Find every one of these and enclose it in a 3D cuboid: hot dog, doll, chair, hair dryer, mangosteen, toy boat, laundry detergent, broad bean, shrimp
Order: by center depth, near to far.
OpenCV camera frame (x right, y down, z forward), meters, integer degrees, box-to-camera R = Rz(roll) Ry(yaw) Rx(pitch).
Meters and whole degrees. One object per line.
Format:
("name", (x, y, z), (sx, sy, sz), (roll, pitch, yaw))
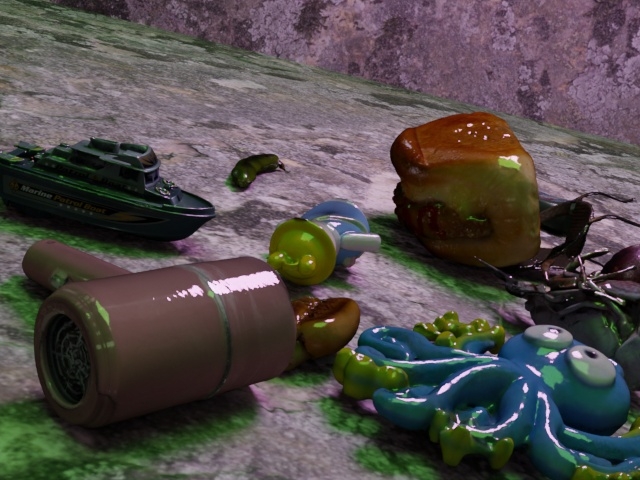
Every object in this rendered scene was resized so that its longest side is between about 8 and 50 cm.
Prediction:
("hair dryer", (-0.218, 0.063, 0.836), (0.352, 0.125, 0.210), (16, 17, 42))
("doll", (0.192, 0.142, 0.871), (0.341, 0.098, 0.346), (1, 19, -38))
("hot dog", (-0.008, 0.099, 0.922), (0.090, 0.060, 0.140), (5, 10, 16))
("shrimp", (0.330, 0.079, 1.095), (0.116, 0.145, 0.343), (5, 14, -31))
("toy boat", (-0.283, -0.073, 1.137), (0.296, 0.122, 0.114), (13, 18, -1))
("doll", (-0.001, 0.001, 1.161), (0.135, 0.098, 0.241), (40, 24, 7))
("mangosteen", (0.435, 0.079, 1.163), (0.152, 0.152, 0.152), (12, 18, -4))
("chair", (0.404, 0.002, 1.377), (0.213, 0.149, 0.174), (8, 23, 0))
("hot dog", (0.230, -0.092, 1.426), (0.223, 0.185, 0.405), (-4, 19, 5))
("broad bean", (-0.119, -0.133, 1.569), (0.069, 0.039, 0.227), (24, 20, 13))
("laundry detergent", (0.443, -0.075, 1.759), (0.137, 0.063, 0.211), (-2, 21, -44))
